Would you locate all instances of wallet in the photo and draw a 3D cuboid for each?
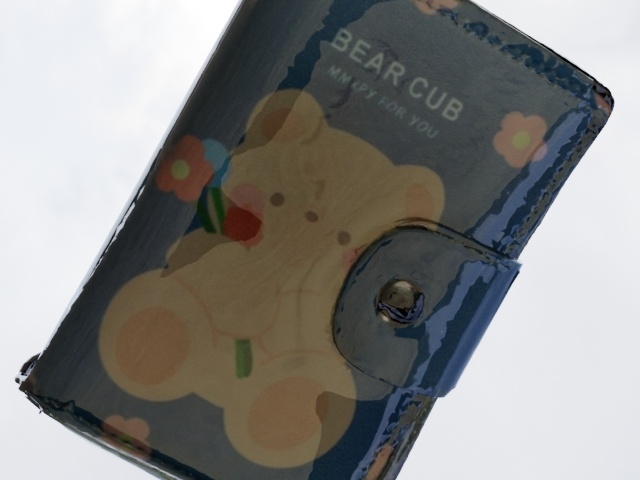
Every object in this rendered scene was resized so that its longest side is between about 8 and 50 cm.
[{"bbox_3d":[0.000,0.000,0.588,0.202,0.141,0.059,-60,-166,6],"label":"wallet"}]
